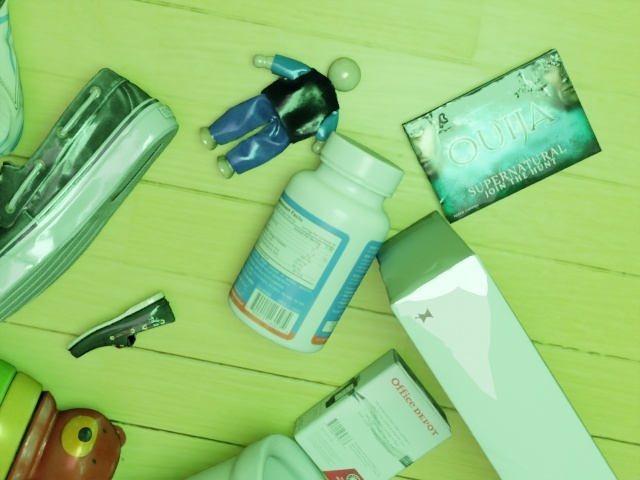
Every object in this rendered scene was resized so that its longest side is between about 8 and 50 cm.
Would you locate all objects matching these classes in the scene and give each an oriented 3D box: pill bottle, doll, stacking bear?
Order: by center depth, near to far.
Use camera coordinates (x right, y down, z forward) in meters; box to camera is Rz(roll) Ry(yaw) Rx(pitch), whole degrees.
[{"bbox_3d":[0.000,0.000,0.945,0.124,0.124,0.222,29,100,-3],"label":"pill bottle"},{"bbox_3d":[-0.041,-0.146,0.959,0.189,0.046,0.129,-29,99,7],"label":"doll"},{"bbox_3d":[-0.367,0.213,0.987,0.288,0.175,0.164,24,133,-12],"label":"stacking bear"}]

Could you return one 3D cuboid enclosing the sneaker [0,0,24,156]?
[{"bbox_3d":[-0.373,-0.206,0.950,0.085,0.086,0.237,-4,86,-12],"label":"sneaker"}]

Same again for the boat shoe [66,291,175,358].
[{"bbox_3d":[-0.233,0.107,1.012,0.133,0.049,0.042,-26,90,2],"label":"boat shoe"}]

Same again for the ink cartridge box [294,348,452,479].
[{"bbox_3d":[0.062,0.216,1.013,0.150,0.063,0.109,-37,97,8],"label":"ink cartridge box"}]

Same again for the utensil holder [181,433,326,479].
[{"bbox_3d":[-0.158,0.435,0.933,0.385,0.327,0.328,-25,99,8],"label":"utensil holder"}]

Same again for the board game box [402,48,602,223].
[{"bbox_3d":[0.200,-0.115,0.965,0.186,0.026,0.126,-27,99,7],"label":"board game box"}]

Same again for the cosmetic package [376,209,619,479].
[{"bbox_3d":[0.196,0.164,0.887,0.097,0.284,0.377,-32,98,8],"label":"cosmetic package"}]

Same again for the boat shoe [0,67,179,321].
[{"bbox_3d":[-0.304,-0.046,0.966,0.119,0.121,0.335,42,89,2],"label":"boat shoe"}]
